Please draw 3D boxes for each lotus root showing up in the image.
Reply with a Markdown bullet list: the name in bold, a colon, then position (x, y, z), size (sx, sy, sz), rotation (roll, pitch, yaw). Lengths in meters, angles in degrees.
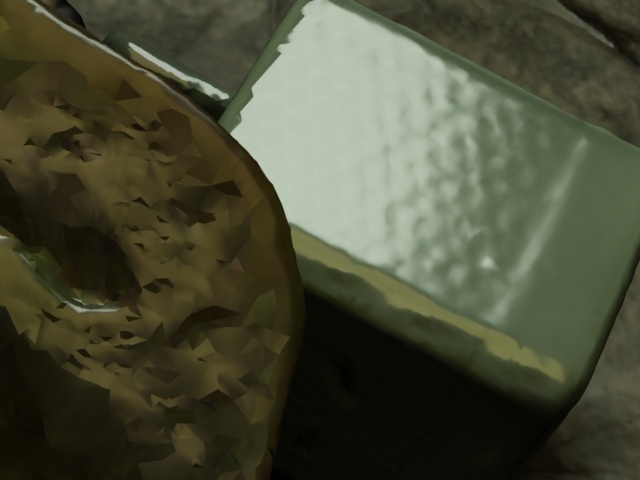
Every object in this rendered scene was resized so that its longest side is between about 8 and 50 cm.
- **lotus root**: position (-0.201, 0.030, 0.599), size (0.390, 0.111, 0.375), rotation (-9, 84, -11)

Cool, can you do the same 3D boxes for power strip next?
- **power strip**: position (0.000, 0.000, 0.768), size (0.224, 0.140, 0.139), rotation (27, 53, 2)
